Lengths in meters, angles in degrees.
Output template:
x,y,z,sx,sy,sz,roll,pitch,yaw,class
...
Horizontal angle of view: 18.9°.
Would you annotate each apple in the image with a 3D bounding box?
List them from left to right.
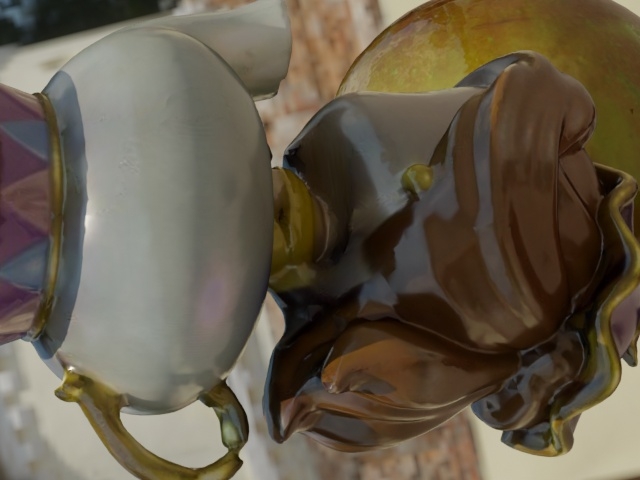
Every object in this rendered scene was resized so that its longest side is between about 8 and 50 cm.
x,y,z,sx,sy,sz,roll,pitch,yaw,class
0.106,-0.020,1.036,0.237,0.237,0.207,63,-168,-61,apple

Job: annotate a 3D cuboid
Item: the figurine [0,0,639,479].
x,y,z,sx,sy,sz,roll,pitch,yaw,class
0.000,0.000,0.696,0.142,0.263,0.189,144,128,-65,figurine
